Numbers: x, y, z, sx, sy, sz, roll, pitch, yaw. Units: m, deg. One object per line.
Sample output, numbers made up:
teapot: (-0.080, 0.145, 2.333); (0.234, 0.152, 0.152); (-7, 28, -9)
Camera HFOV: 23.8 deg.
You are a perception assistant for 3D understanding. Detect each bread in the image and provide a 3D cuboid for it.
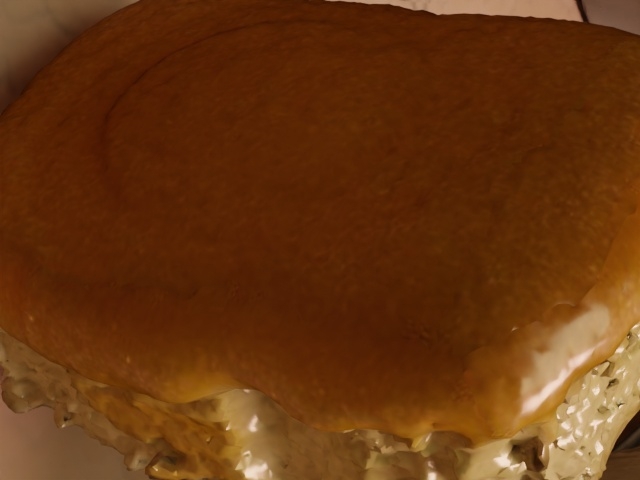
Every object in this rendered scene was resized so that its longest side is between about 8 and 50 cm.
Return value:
bread: (0.000, 0.000, 0.473); (0.174, 0.245, 0.121); (-56, 139, -29)

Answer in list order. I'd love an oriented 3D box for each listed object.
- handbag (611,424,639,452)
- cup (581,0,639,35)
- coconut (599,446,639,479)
handbag: (0.301, 0.129, 0.839); (0.260, 0.079, 0.247); (-44, 127, 1)
cup: (0.270, -0.139, 0.773); (0.241, 0.226, 0.185); (55, 52, -34)
coconut: (0.106, 0.219, 0.564); (0.323, 0.323, 0.323); (-2, 92, -47)
